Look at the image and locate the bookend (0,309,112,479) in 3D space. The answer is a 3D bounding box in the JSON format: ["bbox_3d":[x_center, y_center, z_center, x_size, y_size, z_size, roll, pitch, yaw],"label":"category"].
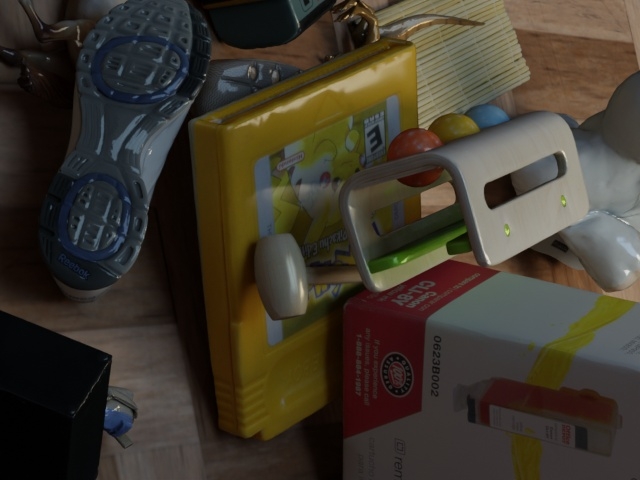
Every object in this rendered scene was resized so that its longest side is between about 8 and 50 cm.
[{"bbox_3d":[-0.255,0.137,1.573,0.157,0.156,0.072,101,13,-45],"label":"bookend"}]

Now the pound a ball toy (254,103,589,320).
[{"bbox_3d":[0.089,-0.038,1.821,0.319,0.208,0.136,-22,97,-60],"label":"pound a ball toy"}]

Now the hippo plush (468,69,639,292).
[{"bbox_3d":[0.344,-0.118,2.260,0.294,0.236,0.234,40,26,-23],"label":"hippo plush"}]

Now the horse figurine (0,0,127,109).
[{"bbox_3d":[-0.218,-0.211,1.776,0.174,0.066,0.263,36,49,-32],"label":"horse figurine"}]

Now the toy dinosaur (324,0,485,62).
[{"bbox_3d":[0.065,-0.213,2.126,0.211,0.064,0.112,-44,112,-21],"label":"toy dinosaur"}]

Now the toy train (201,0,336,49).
[{"bbox_3d":[-0.026,-0.332,2.020,0.334,0.142,0.190,-48,127,-50],"label":"toy train"}]

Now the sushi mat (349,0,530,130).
[{"bbox_3d":[0.143,-0.216,2.272,0.316,0.019,0.151,-30,102,-52],"label":"sushi mat"}]

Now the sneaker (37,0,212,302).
[{"bbox_3d":[-0.180,-0.082,1.718,0.111,0.129,0.297,22,67,-4],"label":"sneaker"}]

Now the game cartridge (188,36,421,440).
[{"bbox_3d":[0.000,0.000,1.861,0.285,0.052,0.324,-28,121,-44],"label":"game cartridge"}]

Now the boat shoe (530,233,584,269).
[{"bbox_3d":[0.266,-0.010,2.333,0.142,0.049,0.040,33,17,-32],"label":"boat shoe"}]

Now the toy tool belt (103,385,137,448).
[{"bbox_3d":[-0.193,0.150,1.681,0.083,0.052,0.051,14,57,-48],"label":"toy tool belt"}]

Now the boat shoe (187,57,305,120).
[{"bbox_3d":[-0.035,-0.097,1.924,0.324,0.116,0.123,27,80,-52],"label":"boat shoe"}]

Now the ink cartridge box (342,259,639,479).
[{"bbox_3d":[0.220,0.197,1.848,0.160,0.384,0.279,-25,121,-53],"label":"ink cartridge box"}]
